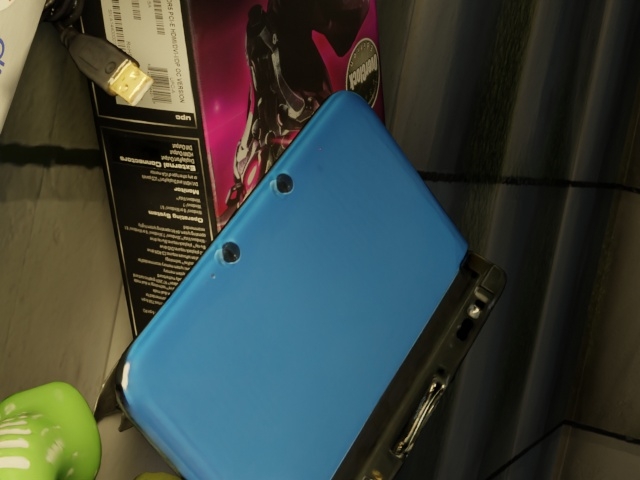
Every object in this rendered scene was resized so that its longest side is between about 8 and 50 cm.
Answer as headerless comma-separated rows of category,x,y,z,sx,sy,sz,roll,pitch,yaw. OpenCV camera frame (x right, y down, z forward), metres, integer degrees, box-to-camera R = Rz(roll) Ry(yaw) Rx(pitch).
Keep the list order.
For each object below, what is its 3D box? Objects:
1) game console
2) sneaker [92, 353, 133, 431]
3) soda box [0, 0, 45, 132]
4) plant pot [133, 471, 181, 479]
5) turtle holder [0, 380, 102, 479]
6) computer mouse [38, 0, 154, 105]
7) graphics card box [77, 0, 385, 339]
game console,-0.015,0.095,0.910,0.293,0.173,0.250,-53,175,-38
sneaker,-0.103,0.090,1.020,0.170,0.051,0.089,1,101,-64
soda box,-0.195,-0.084,0.605,0.098,0.091,0.286,36,69,-67
plant pot,-0.125,0.216,1.009,0.079,0.083,0.083,-72,163,-47
turtle holder,-0.161,0.269,0.776,0.243,0.320,0.227,-38,170,0
computer mouse,-0.082,-0.145,0.673,0.060,0.262,0.184,-16,124,-45
graphics card box,-0.046,-0.082,0.921,0.233,0.094,0.371,-40,131,-50
